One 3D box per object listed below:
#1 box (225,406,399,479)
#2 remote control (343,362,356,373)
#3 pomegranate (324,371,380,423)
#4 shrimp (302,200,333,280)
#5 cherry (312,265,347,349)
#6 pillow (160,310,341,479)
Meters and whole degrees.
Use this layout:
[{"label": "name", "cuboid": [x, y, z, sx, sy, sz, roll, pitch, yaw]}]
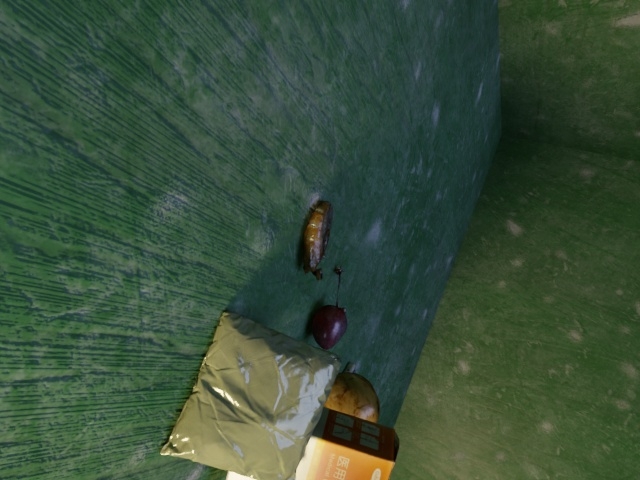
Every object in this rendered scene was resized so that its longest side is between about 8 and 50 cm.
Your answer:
[{"label": "box", "cuboid": [-0.019, 0.497, 1.060, 0.143, 0.341, 0.224, -47, 152, -80]}, {"label": "remote control", "cuboid": [0.105, 0.488, 1.697, 0.074, 0.032, 0.122, -55, 150, -31]}, {"label": "pomegranate", "cuboid": [0.073, 0.506, 1.460, 0.215, 0.215, 0.215, -44, 144, -45]}, {"label": "shrimp", "cuboid": [0.003, 0.001, 1.122, 0.132, 0.052, 0.187, 2, 102, -64]}, {"label": "cherry", "cuboid": [0.039, 0.188, 1.296, 0.107, 0.090, 0.225, 49, 54, -49]}, {"label": "pillow", "cuboid": [-0.116, 0.311, 0.913, 0.274, 0.076, 0.280, 27, 80, -22]}]
